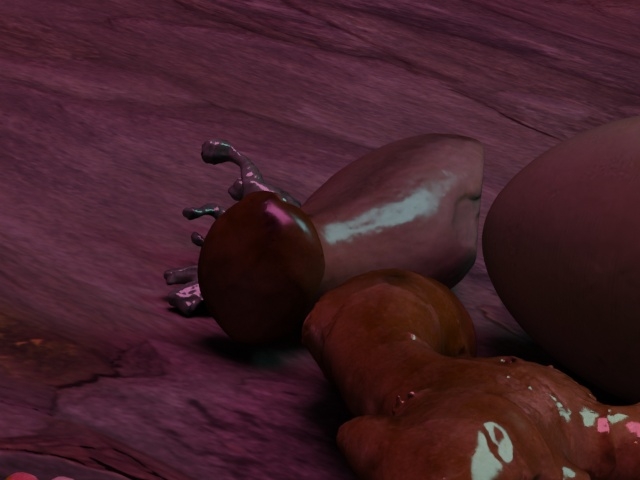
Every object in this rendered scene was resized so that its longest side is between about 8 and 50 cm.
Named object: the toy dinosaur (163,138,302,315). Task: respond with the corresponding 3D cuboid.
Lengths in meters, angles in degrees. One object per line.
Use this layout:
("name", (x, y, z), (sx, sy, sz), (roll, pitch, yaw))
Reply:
("toy dinosaur", (-0.032, -0.036, 1.596), (0.129, 0.076, 0.383), (47, 35, 8))

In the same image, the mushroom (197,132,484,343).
("mushroom", (0.036, -0.005, 1.486), (0.128, 0.128, 0.350), (20, 21, 29))

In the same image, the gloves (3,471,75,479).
("gloves", (-0.176, 0.166, 0.914), (0.145, 0.126, 0.241), (3, -10, -3))

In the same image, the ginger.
("ginger", (0.086, 0.109, 1.188), (0.363, 0.122, 0.348), (31, 21, 32))

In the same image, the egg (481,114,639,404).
("egg", (0.250, 0.012, 1.395), (0.295, 0.218, 0.218), (14, 18, 34))
